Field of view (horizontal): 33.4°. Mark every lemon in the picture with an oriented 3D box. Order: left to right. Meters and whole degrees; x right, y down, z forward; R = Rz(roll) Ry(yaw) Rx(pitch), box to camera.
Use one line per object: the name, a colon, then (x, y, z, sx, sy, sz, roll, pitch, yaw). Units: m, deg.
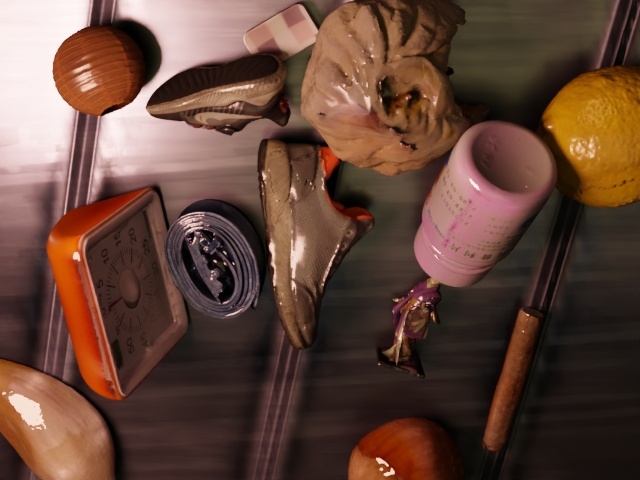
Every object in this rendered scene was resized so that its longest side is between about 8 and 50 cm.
lemon: (0.426, -0.149, 1.540, 0.260, 0.204, 0.204, -11, 108, 2)

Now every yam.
yam: (0.314, 0.234, 1.756, 0.046, 0.046, 0.264, 11, 109, -2)

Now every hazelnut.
hazelnut: (0.146, 0.394, 1.754, 0.214, 0.176, 0.214, -11, 116, -24)

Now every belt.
belt: (-0.164, 0.034, 1.683, 0.141, 0.082, 0.190, -18, 106, 14)

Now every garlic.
garlic: (-0.463, 0.311, 1.790, 0.318, 0.112, 0.143, 44, 108, -1)

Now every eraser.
eraser: (-0.058, -0.305, 1.591, 0.105, 0.026, 0.065, -29, 104, 12)

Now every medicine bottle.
medicine bottle: (0.231, -0.046, 1.553, 0.152, 0.152, 0.254, 15, 146, -3)

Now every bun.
bun: (0.098, -0.216, 1.523, 0.281, 0.205, 0.282, 1, 109, 4)

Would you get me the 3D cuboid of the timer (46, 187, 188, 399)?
timer: (-0.318, 0.081, 1.616, 0.161, 0.250, 0.258, -9, 109, 5)

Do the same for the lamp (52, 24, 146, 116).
lamp: (-0.324, -0.249, 1.563, 0.136, 0.136, 0.136, 1, 109, 2)

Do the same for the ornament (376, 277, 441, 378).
ornament: (0.157, 0.116, 1.701, 0.088, 0.081, 0.203, 20, 109, -5)

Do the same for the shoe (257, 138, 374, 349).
shoe: (0.000, 0.000, 1.654, 0.171, 0.132, 0.337, -8, 106, -5)

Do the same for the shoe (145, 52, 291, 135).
shoe: (-0.145, -0.202, 1.596, 0.227, 0.099, 0.112, -12, 131, 19)
